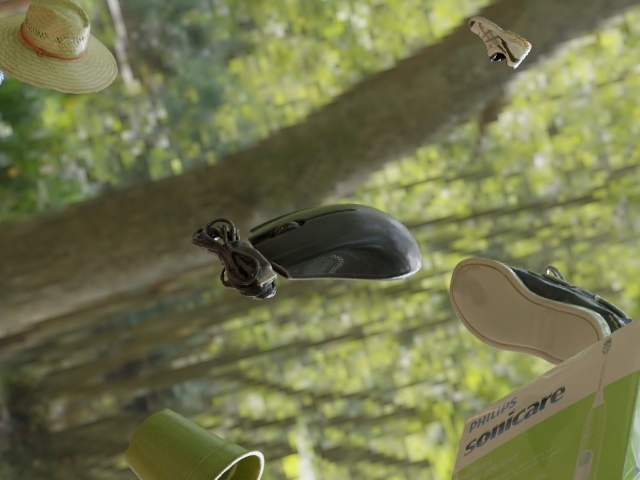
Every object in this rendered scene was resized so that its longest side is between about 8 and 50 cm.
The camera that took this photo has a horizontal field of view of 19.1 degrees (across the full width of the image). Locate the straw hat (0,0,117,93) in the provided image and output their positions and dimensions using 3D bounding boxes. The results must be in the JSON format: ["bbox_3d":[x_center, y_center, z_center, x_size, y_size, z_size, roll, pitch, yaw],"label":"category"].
[{"bbox_3d":[-0.270,-0.216,1.945,0.144,0.144,0.061,-107,-150,-47],"label":"straw hat"}]

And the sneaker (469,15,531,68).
[{"bbox_3d":[0.185,-0.211,2.027,0.083,0.037,0.032,34,6,40],"label":"sneaker"}]

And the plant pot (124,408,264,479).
[{"bbox_3d":[-0.098,0.164,1.375,0.079,0.083,0.083,35,-19,22],"label":"plant pot"}]

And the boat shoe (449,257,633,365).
[{"bbox_3d":[0.241,0.076,2.047,0.254,0.079,0.095,16,-75,51],"label":"boat shoe"}]

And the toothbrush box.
[{"bbox_3d":[0.184,0.221,1.338,0.122,0.206,0.283,36,44,-19],"label":"toothbrush box"}]

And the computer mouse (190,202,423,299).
[{"bbox_3d":[0.000,0.000,2.243,0.188,0.272,0.072,-138,-129,-57],"label":"computer mouse"}]

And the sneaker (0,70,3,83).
[{"bbox_3d":[-0.461,-0.201,2.466,0.126,0.091,0.240,45,-17,34],"label":"sneaker"}]
